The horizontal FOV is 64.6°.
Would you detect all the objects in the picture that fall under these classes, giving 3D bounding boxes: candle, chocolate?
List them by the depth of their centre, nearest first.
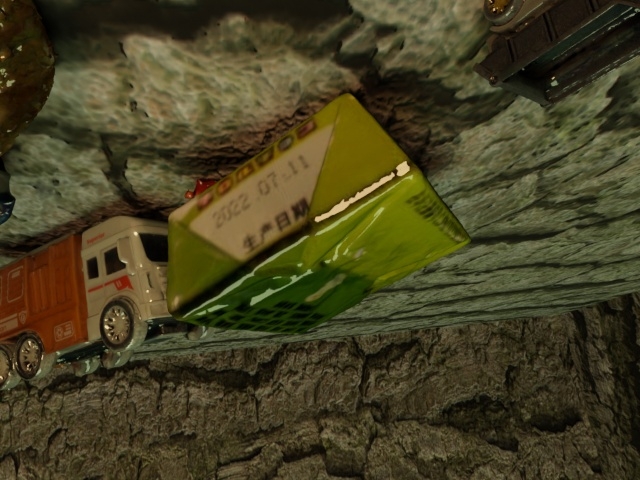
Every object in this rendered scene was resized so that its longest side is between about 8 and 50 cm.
[{"bbox_3d":[0.005,-0.008,0.618,0.288,0.137,0.300,-31,157,16],"label":"chocolate"},{"bbox_3d":[-0.113,-0.053,0.666,0.130,0.052,0.052,3,160,-28],"label":"candle"}]

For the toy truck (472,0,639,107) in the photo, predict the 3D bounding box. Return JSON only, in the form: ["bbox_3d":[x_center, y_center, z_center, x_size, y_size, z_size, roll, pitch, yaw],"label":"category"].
[{"bbox_3d":[0.203,-0.169,0.353,0.083,0.092,0.192,7,158,-35],"label":"toy truck"}]

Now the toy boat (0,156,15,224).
[{"bbox_3d":[-0.399,-0.026,0.533,0.261,0.115,0.114,-22,158,38],"label":"toy boat"}]

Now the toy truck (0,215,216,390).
[{"bbox_3d":[-0.346,0.088,0.769,0.387,0.207,0.173,-20,167,24],"label":"toy truck"}]

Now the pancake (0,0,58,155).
[{"bbox_3d":[-0.318,-0.060,0.269,0.356,0.065,0.356,-46,180,0],"label":"pancake"}]
